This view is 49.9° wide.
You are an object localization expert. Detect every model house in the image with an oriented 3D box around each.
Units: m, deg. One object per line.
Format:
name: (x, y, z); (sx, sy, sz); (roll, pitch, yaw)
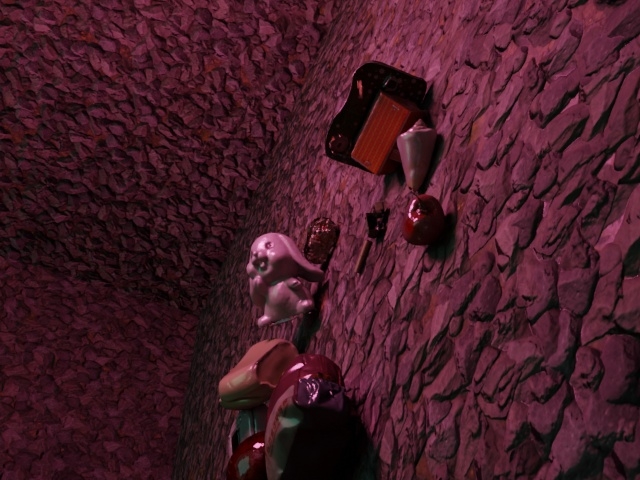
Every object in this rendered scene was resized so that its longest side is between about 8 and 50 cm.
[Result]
model house: (0.145, -0.054, 1.811); (0.058, 0.057, 0.083); (76, -175, -68)
model house: (0.149, -0.293, 1.786); (0.154, 0.206, 0.294); (-103, 35, -58)

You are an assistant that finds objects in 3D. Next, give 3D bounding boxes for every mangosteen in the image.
mangosteen: (-0.115, 0.591, 1.676); (0.257, 0.215, 0.215); (44, 115, 53)

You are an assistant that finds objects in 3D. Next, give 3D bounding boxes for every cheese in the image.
cheese: (-0.188, 0.404, 2.082); (0.233, 0.127, 0.266); (-24, 10, 40)

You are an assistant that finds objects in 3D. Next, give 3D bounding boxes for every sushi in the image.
sushi: (0.000, 0.000, 2.175); (0.078, 0.090, 0.151); (-142, 69, -77)

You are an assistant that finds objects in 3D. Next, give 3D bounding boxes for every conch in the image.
conch: (0.236, -0.203, 1.651); (0.104, 0.094, 0.176); (-12, 86, 58)

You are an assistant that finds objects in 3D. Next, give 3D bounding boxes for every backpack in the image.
backpack: (-0.025, 0.407, 1.573); (0.317, 0.197, 0.284); (-98, 29, -70)

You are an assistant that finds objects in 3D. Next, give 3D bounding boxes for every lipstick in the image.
lipstick: (0.113, 0.043, 1.853); (0.019, 0.018, 0.094); (-147, 76, -75)

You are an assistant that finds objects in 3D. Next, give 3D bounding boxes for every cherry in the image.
cherry: (0.219, -0.042, 1.457); (0.126, 0.086, 0.106); (91, -172, -79)

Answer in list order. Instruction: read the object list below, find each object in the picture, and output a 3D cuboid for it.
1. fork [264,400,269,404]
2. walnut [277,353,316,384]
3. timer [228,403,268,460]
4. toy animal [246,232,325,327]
fork: (-0.134, 0.490, 2.190); (0.235, 0.021, 0.039); (128, 160, -54)
walnut: (-0.062, 0.414, 1.807); (0.245, 0.137, 0.137); (-63, 15, -4)
timer: (-0.208, 0.633, 2.057); (0.237, 0.086, 0.262); (-57, 34, 42)
toy animal: (-0.109, 0.121, 2.129); (0.174, 0.248, 0.290); (-19, -71, -67)
